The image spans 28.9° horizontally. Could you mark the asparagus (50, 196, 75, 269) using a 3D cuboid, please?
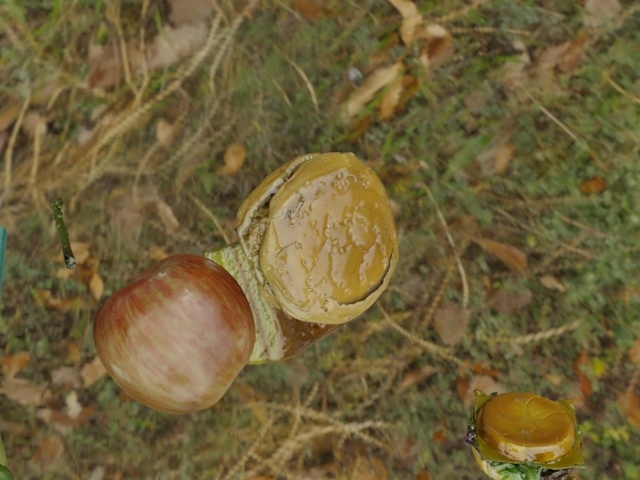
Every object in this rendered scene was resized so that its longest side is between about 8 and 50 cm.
[{"bbox_3d":[-0.370,-0.017,1.779,0.023,0.233,0.022,36,101,-28],"label":"asparagus"}]

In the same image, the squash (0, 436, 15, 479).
[{"bbox_3d":[-0.231,0.090,0.629,0.137,0.287,0.137,-16,127,-23],"label":"squash"}]

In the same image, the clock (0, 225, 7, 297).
[{"bbox_3d":[-0.516,0.127,1.680,0.116,0.262,0.231,18,127,-22],"label":"clock"}]

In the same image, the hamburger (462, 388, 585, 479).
[{"bbox_3d":[0.272,0.275,1.662,0.164,0.189,0.093,11,119,10],"label":"hamburger"}]

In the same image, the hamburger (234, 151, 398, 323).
[{"bbox_3d":[0.001,-0.001,1.515,0.213,0.108,0.214,-3,96,-38],"label":"hamburger"}]

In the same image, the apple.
[{"bbox_3d":[-0.127,0.085,1.109,0.146,0.146,0.131,-36,93,6],"label":"apple"}]

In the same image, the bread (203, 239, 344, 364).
[{"bbox_3d":[-0.056,0.072,1.817,0.110,0.234,0.184,-15,94,27],"label":"bread"}]
